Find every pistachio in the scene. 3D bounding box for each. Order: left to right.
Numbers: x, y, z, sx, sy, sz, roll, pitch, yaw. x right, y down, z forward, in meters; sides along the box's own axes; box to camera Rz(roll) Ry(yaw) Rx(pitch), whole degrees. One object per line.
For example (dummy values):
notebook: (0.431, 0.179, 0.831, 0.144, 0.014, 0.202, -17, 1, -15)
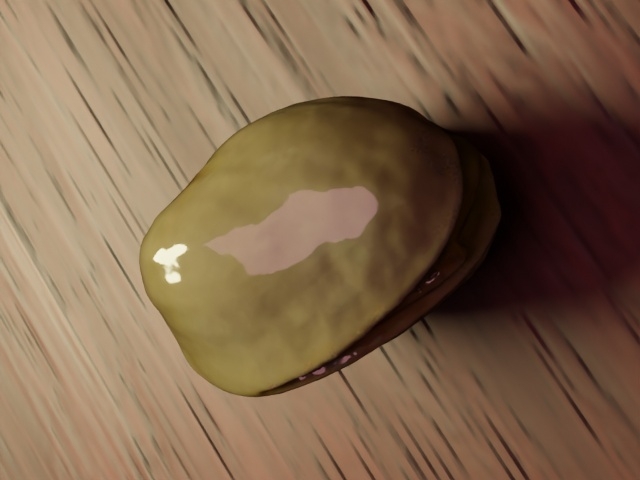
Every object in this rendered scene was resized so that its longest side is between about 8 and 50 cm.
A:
pistachio: (0.000, 0.000, 0.576, 0.149, 0.113, 0.113, -22, 84, 36)
